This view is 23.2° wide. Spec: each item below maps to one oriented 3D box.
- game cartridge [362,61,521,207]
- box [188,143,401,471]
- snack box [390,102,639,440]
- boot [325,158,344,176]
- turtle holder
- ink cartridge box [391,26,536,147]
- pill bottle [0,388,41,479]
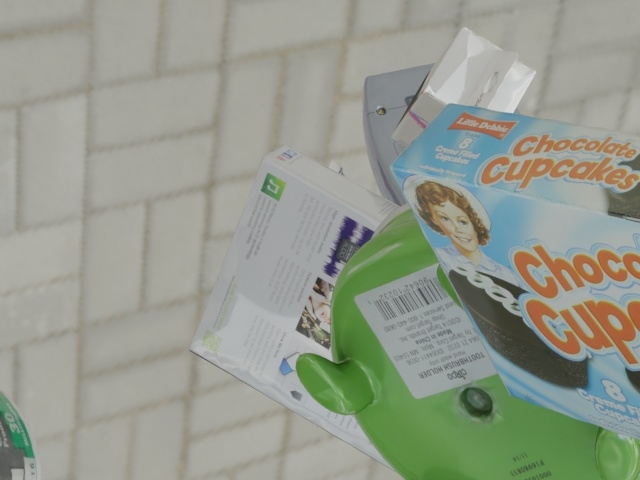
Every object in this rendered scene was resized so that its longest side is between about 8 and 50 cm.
[{"bbox_3d":[0.165,-0.093,1.888,0.198,0.297,0.062,-15,145,-10],"label":"game cartridge"},{"bbox_3d":[0.052,0.083,1.480,0.058,0.322,0.232,-36,153,-59],"label":"box"},{"bbox_3d":[0.195,0.038,0.758,0.060,0.322,0.187,-47,128,-24],"label":"snack box"},{"bbox_3d":[0.000,0.000,1.919,0.086,0.069,0.190,29,94,-8],"label":"boot"},{"bbox_3d":[0.169,0.089,1.103,0.227,0.320,0.243,-44,166,-48],"label":"turtle holder"},{"bbox_3d":[0.147,-0.143,1.595,0.092,0.090,0.143,-59,-178,-23],"label":"ink cartridge box"},{"bbox_3d":[-0.363,0.179,1.150,0.204,0.204,0.361,-45,166,2],"label":"pill bottle"}]
